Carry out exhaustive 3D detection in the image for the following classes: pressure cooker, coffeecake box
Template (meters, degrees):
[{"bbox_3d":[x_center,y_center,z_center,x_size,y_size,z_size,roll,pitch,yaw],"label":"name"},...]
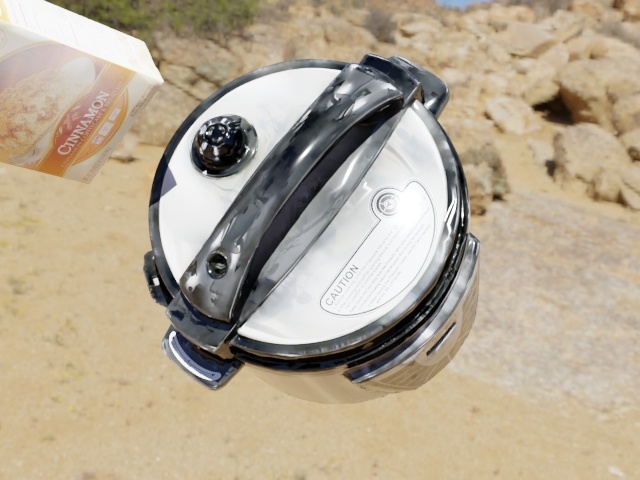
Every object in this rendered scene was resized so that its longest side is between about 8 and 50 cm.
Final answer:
[{"bbox_3d":[-0.006,-0.002,1.032,0.375,0.370,0.420,-8,-20,7],"label":"pressure cooker"},{"bbox_3d":[-0.265,-0.141,0.796,0.185,0.142,0.068,14,37,-46],"label":"coffeecake box"}]
